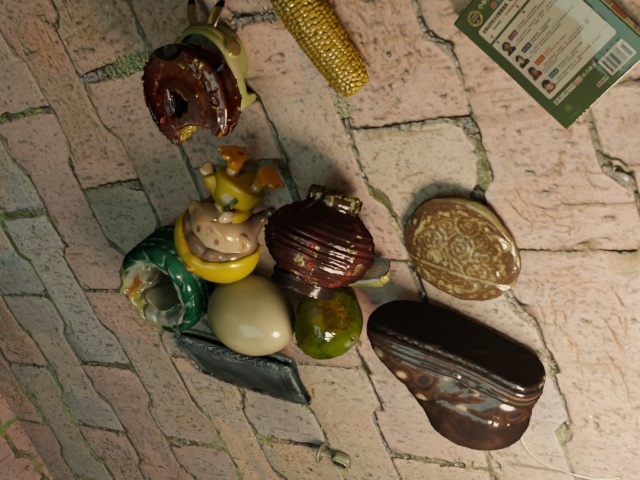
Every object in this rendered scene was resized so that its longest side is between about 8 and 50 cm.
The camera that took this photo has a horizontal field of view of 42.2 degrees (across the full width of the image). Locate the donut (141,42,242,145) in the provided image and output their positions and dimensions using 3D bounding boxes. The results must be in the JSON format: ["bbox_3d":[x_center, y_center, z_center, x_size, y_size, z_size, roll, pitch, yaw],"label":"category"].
[{"bbox_3d":[-0.262,-0.303,1.697,0.230,0.096,0.216,-17,104,44],"label":"donut"}]

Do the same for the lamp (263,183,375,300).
[{"bbox_3d":[0.000,0.000,1.724,0.247,0.247,0.247,21,131,26],"label":"lamp"}]

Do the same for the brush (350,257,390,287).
[{"bbox_3d":[0.047,0.076,1.860,0.297,0.068,0.060,1,142,43],"label":"brush"}]

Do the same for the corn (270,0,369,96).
[{"bbox_3d":[-0.002,-0.385,1.538,0.091,0.091,0.260,-31,101,25],"label":"corn"}]

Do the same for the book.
[{"bbox_3d":[0.367,-0.332,1.327,0.264,0.027,0.202,44,138,3],"label":"book"}]

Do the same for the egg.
[{"bbox_3d":[-0.162,0.180,1.989,0.254,0.189,0.188,21,133,47],"label":"egg"}]

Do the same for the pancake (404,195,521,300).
[{"bbox_3d":[0.276,0.015,1.644,0.250,0.031,0.250,21,132,26],"label":"pancake"}]

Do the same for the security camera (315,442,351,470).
[{"bbox_3d":[0.038,0.589,2.238,0.092,0.058,0.058,16,129,19],"label":"security camera"}]

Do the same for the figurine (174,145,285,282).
[{"bbox_3d":[-0.208,-0.050,1.885,0.215,0.187,0.343,46,132,16],"label":"figurine"}]

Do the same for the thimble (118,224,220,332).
[{"bbox_3d":[-0.383,0.097,2.132,0.288,0.167,0.254,-5,116,40],"label":"thimble"}]

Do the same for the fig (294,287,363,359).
[{"bbox_3d":[0.019,0.200,1.899,0.167,0.167,0.233,29,157,20],"label":"fig"}]

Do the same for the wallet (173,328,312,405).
[{"bbox_3d":[-0.197,0.327,2.173,0.342,0.075,0.237,12,148,22],"label":"wallet"}]

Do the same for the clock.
[{"bbox_3d":[-0.226,-0.386,1.732,0.170,0.069,0.231,15,127,31],"label":"clock"}]

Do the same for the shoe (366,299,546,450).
[{"bbox_3d":[0.265,0.288,1.748,0.384,0.171,0.237,22,127,15],"label":"shoe"}]
